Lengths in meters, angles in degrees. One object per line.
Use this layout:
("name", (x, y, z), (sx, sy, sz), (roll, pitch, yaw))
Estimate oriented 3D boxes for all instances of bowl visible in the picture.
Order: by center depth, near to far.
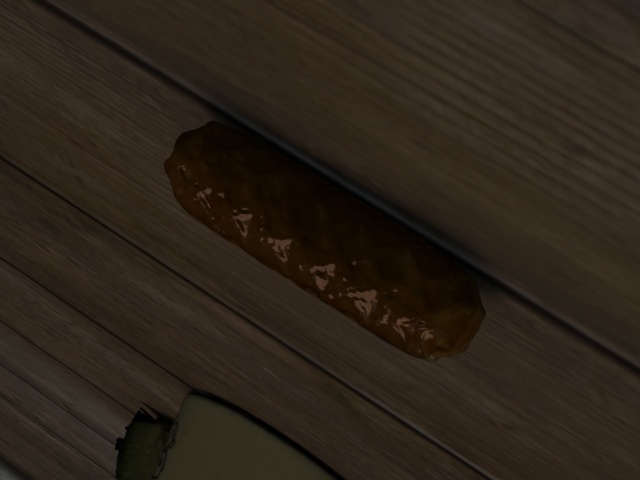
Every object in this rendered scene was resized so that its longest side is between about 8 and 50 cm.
("bowl", (-0.046, 0.238, 1.461), (0.237, 0.126, 0.238), (34, 163, 12))

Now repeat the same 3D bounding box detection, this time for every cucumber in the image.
("cucumber", (-0.082, 0.289, 1.754), (0.145, 0.105, 0.325), (22, 162, 43))

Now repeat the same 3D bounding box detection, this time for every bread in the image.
("bread", (0.000, 0.000, 0.777), (0.157, 0.044, 0.052), (32, 171, 21))
